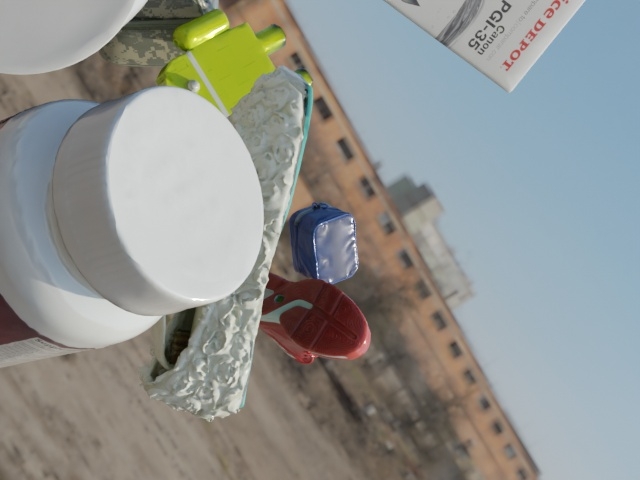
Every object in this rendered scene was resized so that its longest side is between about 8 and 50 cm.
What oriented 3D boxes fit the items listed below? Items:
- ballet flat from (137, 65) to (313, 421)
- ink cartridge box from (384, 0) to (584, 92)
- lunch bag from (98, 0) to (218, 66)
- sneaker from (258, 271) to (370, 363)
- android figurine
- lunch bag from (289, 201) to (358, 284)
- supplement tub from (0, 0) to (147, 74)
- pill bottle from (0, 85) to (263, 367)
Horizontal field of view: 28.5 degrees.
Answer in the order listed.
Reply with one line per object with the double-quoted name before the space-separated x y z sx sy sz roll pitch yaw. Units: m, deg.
"ballet flat" -0.111 0.001 1.382 0.147 0.147 0.409 -127 -131 -84
"ink cartridge box" 0.184 -0.351 1.554 0.283 0.207 0.117 32 17 -21
"lunch bag" -0.268 -0.463 2.054 0.256 0.212 0.305 92 -2 -49
"sneaker" -0.001 0.107 1.529 0.221 0.087 0.128 25 -13 44
"android figurine" -0.141 -0.232 1.953 0.248 0.273 0.056 60 -32 -2
"lunch bag" 0.000 0.000 1.546 0.065 0.067 0.098 23 -56 50
"supplement tub" -0.239 -0.295 1.051 0.235 0.235 0.325 59 11 -30
"pill bottle" -0.143 -0.001 0.626 0.121 0.221 0.121 19 64 -47
